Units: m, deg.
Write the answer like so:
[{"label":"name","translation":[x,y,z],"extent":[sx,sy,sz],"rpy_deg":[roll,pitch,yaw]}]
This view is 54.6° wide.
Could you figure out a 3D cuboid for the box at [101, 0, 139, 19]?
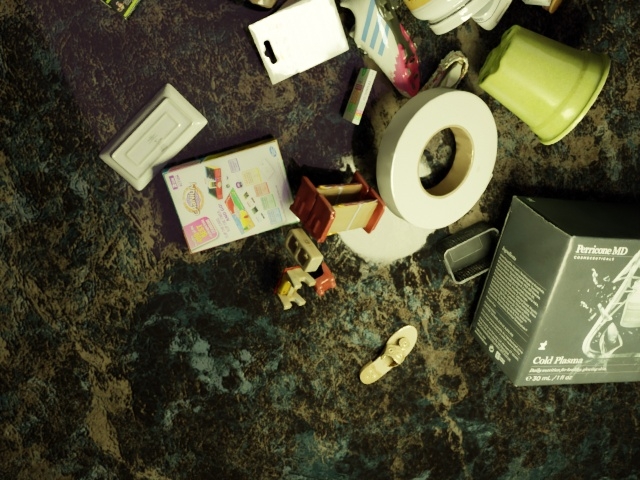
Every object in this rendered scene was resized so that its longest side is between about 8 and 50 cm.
[{"label":"box","translation":[-0.494,-0.669,1.494],"extent":[0.184,0.045,0.190],"rpy_deg":[34,98,-21]}]

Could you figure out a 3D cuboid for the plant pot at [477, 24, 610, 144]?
[{"label":"plant pot","translation":[0.578,-0.440,1.674],"extent":[0.254,0.276,0.276],"rpy_deg":[28,101,-5]}]

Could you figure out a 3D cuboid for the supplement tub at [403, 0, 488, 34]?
[{"label":"supplement tub","translation":[0.274,-0.697,1.530],"extent":[0.228,0.228,0.316],"rpy_deg":[-41,110,4]}]

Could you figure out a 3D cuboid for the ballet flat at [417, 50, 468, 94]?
[{"label":"ballet flat","translation":[0.328,-0.413,1.713],"extent":[0.091,0.077,0.240],"rpy_deg":[23,103,-18]}]

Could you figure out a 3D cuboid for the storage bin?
[{"label":"storage bin","translation":[0.454,0.035,1.877],"extent":[0.180,0.084,0.122],"rpy_deg":[-27,110,-2]}]

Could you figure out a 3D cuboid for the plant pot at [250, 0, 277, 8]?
[{"label":"plant pot","translation":[-0.148,-0.664,1.507],"extent":[0.167,0.167,0.165],"rpy_deg":[12,113,-14]}]

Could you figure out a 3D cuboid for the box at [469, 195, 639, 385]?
[{"label":"box","translation":[0.759,0.146,1.802],"extent":[0.481,0.297,0.471],"rpy_deg":[2,114,-18]}]

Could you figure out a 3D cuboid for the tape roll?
[{"label":"tape roll","translation":[0.326,-0.222,1.701],"extent":[0.392,0.072,0.391],"rpy_deg":[-15,119,-30]}]

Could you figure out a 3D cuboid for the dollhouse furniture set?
[{"label":"dollhouse furniture set","translation":[0.000,0.000,1.740],"extent":[0.201,0.152,0.374],"rpy_deg":[-9,138,-40]}]

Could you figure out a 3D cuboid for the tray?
[{"label":"tray","translation":[-0.443,-0.269,1.639],"extent":[0.270,0.030,0.145],"rpy_deg":[-44,111,5]}]

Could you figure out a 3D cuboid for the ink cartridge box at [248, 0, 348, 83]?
[{"label":"ink cartridge box","translation":[-0.056,-0.527,1.584],"extent":[0.225,0.056,0.181],"rpy_deg":[-25,135,0]}]

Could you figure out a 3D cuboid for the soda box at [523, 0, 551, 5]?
[{"label":"soda box","translation":[0.597,-0.740,1.637],"extent":[0.069,0.074,0.216],"rpy_deg":[3,106,-54]}]

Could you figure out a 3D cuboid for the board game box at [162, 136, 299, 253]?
[{"label":"board game box","translation":[-0.242,-0.124,1.705],"extent":[0.317,0.064,0.242],"rpy_deg":[-16,110,-5]}]

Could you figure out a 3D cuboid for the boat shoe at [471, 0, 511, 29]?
[{"label":"boat shoe","translation":[0.491,-0.691,1.650],"extent":[0.088,0.096,0.267],"rpy_deg":[24,90,-47]}]

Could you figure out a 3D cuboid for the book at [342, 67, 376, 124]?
[{"label":"book","translation":[0.108,-0.389,1.668],"extent":[0.035,0.096,0.144],"rpy_deg":[15,104,-15]}]

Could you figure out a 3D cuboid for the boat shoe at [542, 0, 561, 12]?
[{"label":"boat shoe","translation":[0.656,-0.723,1.684],"extent":[0.073,0.073,0.206],"rpy_deg":[32,98,20]}]

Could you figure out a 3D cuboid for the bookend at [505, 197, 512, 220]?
[{"label":"bookend","translation":[0.651,-0.056,1.890],"extent":[0.156,0.072,0.157],"rpy_deg":[-9,108,-9]}]

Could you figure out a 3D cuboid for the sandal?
[{"label":"sandal","translation":[0.225,0.375,1.946],"extent":[0.240,0.079,0.088],"rpy_deg":[-44,110,5]}]

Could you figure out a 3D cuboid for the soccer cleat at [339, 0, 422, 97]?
[{"label":"soccer cleat","translation":[0.162,-0.524,1.641],"extent":[0.143,0.116,0.331],"rpy_deg":[-3,132,33]}]
